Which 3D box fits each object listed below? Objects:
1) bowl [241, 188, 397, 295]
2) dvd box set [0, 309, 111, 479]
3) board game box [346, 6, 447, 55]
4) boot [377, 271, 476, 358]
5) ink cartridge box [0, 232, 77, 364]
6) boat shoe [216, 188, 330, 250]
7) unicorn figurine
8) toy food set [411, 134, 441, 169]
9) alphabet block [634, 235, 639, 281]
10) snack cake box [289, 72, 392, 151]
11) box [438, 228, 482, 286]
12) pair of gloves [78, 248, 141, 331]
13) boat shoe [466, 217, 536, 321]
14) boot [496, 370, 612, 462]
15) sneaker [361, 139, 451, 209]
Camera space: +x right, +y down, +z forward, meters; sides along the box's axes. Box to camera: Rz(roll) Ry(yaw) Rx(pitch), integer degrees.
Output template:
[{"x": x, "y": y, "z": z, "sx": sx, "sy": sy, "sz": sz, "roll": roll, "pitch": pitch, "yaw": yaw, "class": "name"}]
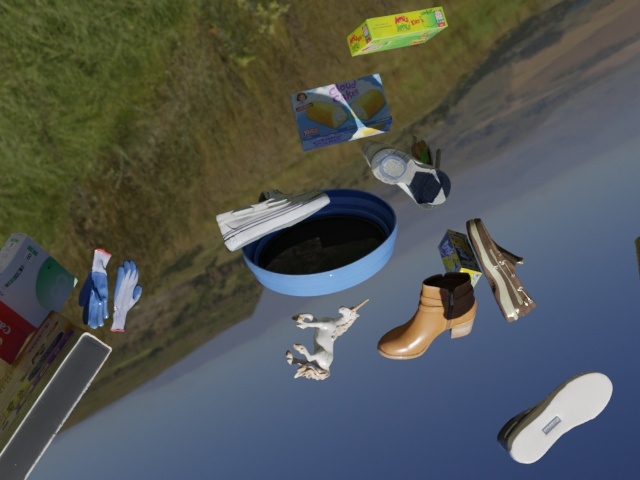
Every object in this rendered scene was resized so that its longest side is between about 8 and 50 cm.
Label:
[{"x": 0.000, "y": 0.000, "z": 1.809, "sx": 0.390, "sy": 0.077, "sz": 0.391, "roll": -9, "pitch": -148, "yaw": 6, "class": "bowl"}, {"x": -0.532, "y": 0.287, "z": 1.335, "sx": 0.308, "sy": 0.062, "sz": 0.420, "roll": -59, "pitch": -157, "yaw": -16, "class": "dvd box set"}, {"x": 0.154, "y": -0.421, "z": 1.465, "sx": 0.181, "sy": 0.043, "sz": 0.092, "roll": -17, "pitch": 180, "yaw": -25, "class": "board game box"}, {"x": 0.191, "y": 0.132, "z": 1.334, "sx": 0.197, "sy": 0.073, "sz": 0.152, "roll": -20, "pitch": 136, "yaw": -8, "class": "boot"}, {"x": -0.626, "y": 0.125, "z": 1.515, "sx": 0.056, "sy": 0.181, "sz": 0.225, "roll": 4, "pitch": -122, "yaw": 26, "class": "ink cartridge box"}, {"x": -0.083, "y": -0.059, "z": 1.315, "sx": 0.226, "sy": 0.076, "sz": 0.083, "roll": -25, "pitch": 176, "yaw": -35, "class": "boat shoe"}, {"x": 0.004, "y": 0.164, "z": 1.268, "sx": 0.111, "sy": 0.162, "sz": 0.060, "roll": 17, "pitch": 174, "yaw": -19, "class": "unicorn figurine"}, {"x": 0.286, "y": -0.227, "z": 2.096, "sx": 0.038, "sy": 0.133, "sz": 0.192, "roll": -4, "pitch": -160, "yaw": -15, "class": "toy food set"}, {"x": 0.764, "y": 0.072, "z": 1.431, "sx": 0.192, "sy": 0.197, "sz": 0.193, "roll": 15, "pitch": 150, "yaw": -19, "class": "alphabet block"}, {"x": 0.057, "y": -0.364, "z": 2.075, "sx": 0.264, "sy": 0.152, "sz": 0.089, "roll": -15, "pitch": 169, "yaw": -4, "class": "snack cake box"}, {"x": 0.324, "y": 0.045, "z": 1.706, "sx": 0.169, "sy": 0.054, "sz": 0.059, "roll": -94, "pitch": -156, "yaw": -58, "class": "box"}, {"x": -0.427, "y": 0.107, "z": 1.496, "sx": 0.023, "sy": 0.160, "sz": 0.198, "roll": 4, "pitch": 168, "yaw": 19, "class": "pair of gloves"}, {"x": 0.427, "y": 0.057, "z": 1.703, "sx": 0.095, "sy": 0.258, "sz": 0.095, "roll": -24, "pitch": -175, "yaw": 8, "class": "boat shoe"}, {"x": 0.355, "y": 0.264, "z": 1.125, "sx": 0.190, "sy": 0.069, "sz": 0.086, "roll": -35, "pitch": -179, "yaw": -5, "class": "boot"}, {"x": 0.226, "y": -0.182, "z": 1.882, "sx": 0.111, "sy": 0.297, "sz": 0.129, "roll": -50, "pitch": -142, "yaw": 12, "class": "sneaker"}]
